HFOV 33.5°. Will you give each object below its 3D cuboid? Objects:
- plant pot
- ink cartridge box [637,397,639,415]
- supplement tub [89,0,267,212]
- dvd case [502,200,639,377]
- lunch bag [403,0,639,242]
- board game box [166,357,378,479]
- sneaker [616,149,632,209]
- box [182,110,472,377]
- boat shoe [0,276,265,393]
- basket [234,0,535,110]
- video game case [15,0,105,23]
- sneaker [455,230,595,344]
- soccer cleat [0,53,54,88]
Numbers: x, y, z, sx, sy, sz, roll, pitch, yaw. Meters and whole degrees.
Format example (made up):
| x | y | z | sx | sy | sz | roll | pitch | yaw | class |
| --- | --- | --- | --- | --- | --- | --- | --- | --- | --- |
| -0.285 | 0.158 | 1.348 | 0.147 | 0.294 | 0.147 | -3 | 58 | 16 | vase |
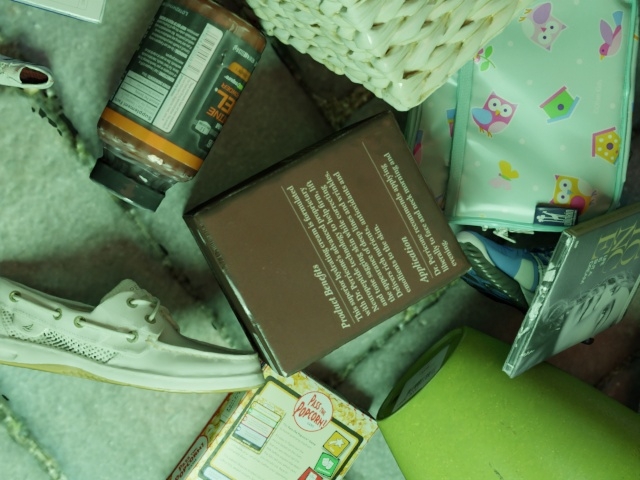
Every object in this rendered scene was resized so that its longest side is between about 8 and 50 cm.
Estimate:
| x | y | z | sx | sy | sz | roll | pitch | yaw | class |
| --- | --- | --- | --- | --- | --- | --- | --- | --- | --- |
| 0.209 | 0.234 | 1.089 | 0.293 | 0.275 | 0.275 | 44 | 86 | -2 | plant pot |
| 0.472 | 0.180 | 1.219 | 0.223 | 0.045 | 0.224 | -5 | 119 | -15 | ink cartridge box |
| -0.138 | -0.127 | 0.988 | 0.106 | 0.106 | 0.198 | 28 | 92 | -19 | supplement tub |
| 0.274 | 0.039 | 1.052 | 0.221 | 0.018 | 0.165 | -17 | 134 | -45 | dvd case |
| 0.191 | -0.140 | 1.051 | 0.224 | 0.108 | 0.279 | 5 | 97 | 7 | lunch bag |
| -0.052 | 0.227 | 1.107 | 0.146 | 0.045 | 0.193 | 37 | 88 | -18 | board game box |
| 0.304 | -0.068 | 1.145 | 0.086 | 0.064 | 0.192 | -29 | 103 | -4 | sneaker |
| 0.000 | 0.000 | 1.006 | 0.203 | 0.167 | 0.168 | -28 | 97 | -9 | box |
| -0.184 | 0.084 | 0.990 | 0.277 | 0.098 | 0.096 | 8 | 86 | 2 | boat shoe |
| 0.049 | -0.337 | 0.866 | 0.331 | 0.328 | 0.266 | -43 | 131 | -6 | basket |
| -0.296 | -0.344 | 0.925 | 0.269 | 0.061 | 0.244 | 14 | 97 | -18 | video game case |
| 0.224 | 0.036 | 1.142 | 0.211 | 0.080 | 0.081 | 29 | 85 | -28 | sneaker |
| -0.286 | -0.156 | 0.975 | 0.083 | 0.035 | 0.029 | 10 | 97 | -18 | soccer cleat |
